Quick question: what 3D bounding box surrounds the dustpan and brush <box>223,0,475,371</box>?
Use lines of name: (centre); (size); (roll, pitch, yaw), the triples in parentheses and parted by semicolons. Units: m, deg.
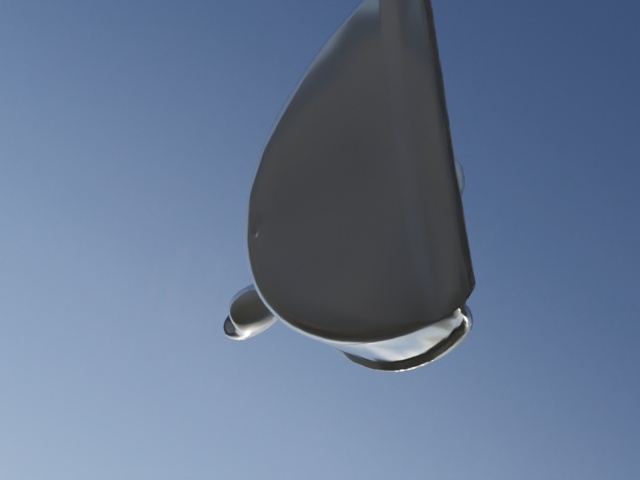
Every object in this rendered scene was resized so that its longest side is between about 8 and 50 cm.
dustpan and brush: (0.000, 0.000, 0.461); (0.211, 0.060, 0.147); (-31, -125, 44)
